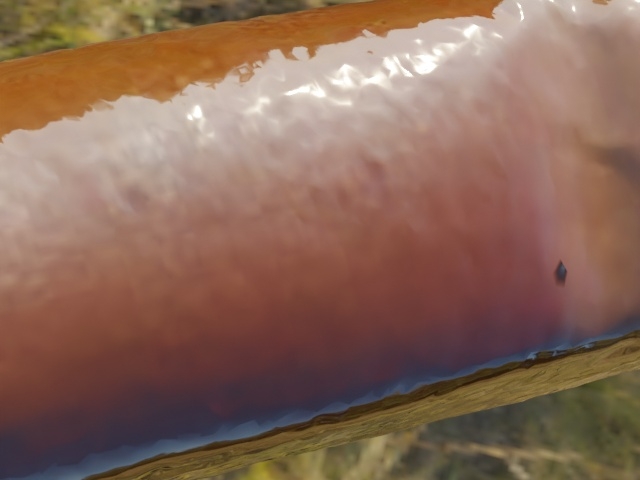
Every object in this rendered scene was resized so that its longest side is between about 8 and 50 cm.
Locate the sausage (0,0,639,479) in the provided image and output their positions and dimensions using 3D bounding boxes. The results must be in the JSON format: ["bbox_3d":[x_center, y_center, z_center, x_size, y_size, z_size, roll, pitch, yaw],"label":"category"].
[{"bbox_3d":[0.000,-0.001,0.441,0.348,0.094,0.097,-12,88,-29],"label":"sausage"}]
